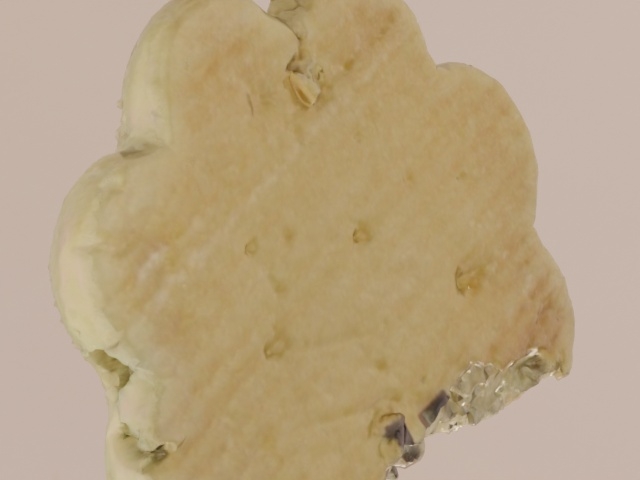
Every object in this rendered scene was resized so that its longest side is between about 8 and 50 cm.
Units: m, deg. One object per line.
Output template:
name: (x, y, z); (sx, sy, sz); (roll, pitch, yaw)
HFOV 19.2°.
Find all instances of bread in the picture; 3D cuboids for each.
bread: (0.000, 0.000, 0.639); (0.039, 0.251, 0.182); (-15, -84, 39)
